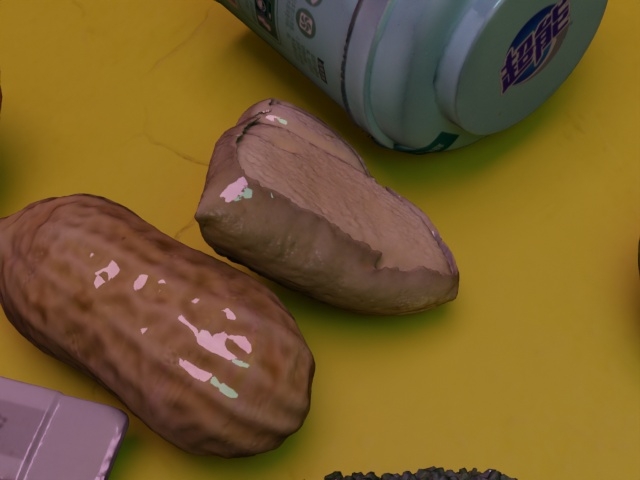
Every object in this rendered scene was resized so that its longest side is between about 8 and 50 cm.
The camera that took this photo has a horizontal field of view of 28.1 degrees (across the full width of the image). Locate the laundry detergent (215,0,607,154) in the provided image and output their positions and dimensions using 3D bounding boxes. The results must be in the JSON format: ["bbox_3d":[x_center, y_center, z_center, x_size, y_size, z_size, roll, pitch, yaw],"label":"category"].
[{"bbox_3d":[0.074,-0.247,1.091,0.287,0.287,0.305,-36,60,-18],"label":"laundry detergent"}]

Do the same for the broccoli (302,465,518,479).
[{"bbox_3d":[0.018,0.280,0.764,0.375,0.249,0.302,-19,53,-14],"label":"broccoli"}]

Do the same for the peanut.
[{"bbox_3d":[-0.141,0.055,1.000,0.325,0.153,0.140,29,103,31],"label":"peanut"}]

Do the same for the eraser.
[{"bbox_3d":[-0.319,0.141,1.006,0.352,0.061,0.089,11,58,12],"label":"eraser"}]

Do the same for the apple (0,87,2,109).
[{"bbox_3d":[-0.462,-0.095,1.073,0.309,0.252,0.314,12,60,33],"label":"apple"}]

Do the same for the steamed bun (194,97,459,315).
[{"bbox_3d":[-0.014,-0.020,1.042,0.231,0.110,0.212,27,24,-25],"label":"steamed bun"}]

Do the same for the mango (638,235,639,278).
[{"bbox_3d":[0.364,0.045,0.948,0.273,0.149,0.185,35,59,19],"label":"mango"}]
